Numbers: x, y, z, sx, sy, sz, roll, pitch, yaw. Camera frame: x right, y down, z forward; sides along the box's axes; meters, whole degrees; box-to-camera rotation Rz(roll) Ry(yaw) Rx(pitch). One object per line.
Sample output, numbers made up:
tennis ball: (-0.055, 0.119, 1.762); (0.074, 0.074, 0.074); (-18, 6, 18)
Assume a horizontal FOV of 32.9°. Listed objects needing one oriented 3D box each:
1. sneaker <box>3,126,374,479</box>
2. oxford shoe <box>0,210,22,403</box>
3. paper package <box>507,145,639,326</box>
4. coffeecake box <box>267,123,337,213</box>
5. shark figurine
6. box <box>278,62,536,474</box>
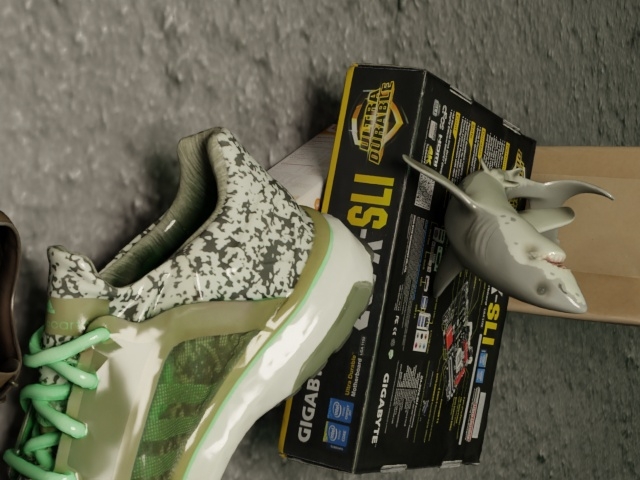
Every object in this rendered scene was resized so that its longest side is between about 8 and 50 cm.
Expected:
sneaker: (-0.139, 0.089, 0.678); (0.182, 0.158, 0.410); (53, 57, -30)
oxford shoe: (-0.217, 0.086, 0.593); (0.082, 0.096, 0.227); (10, 90, -59)
paper package: (0.295, 0.005, 1.169); (0.324, 0.309, 0.168); (10, 85, -58)
coffeecake box: (0.000, 0.000, 0.933); (0.185, 0.068, 0.142); (-40, 129, -46)
shark figurine: (0.134, -0.003, 0.878); (0.116, 0.166, 0.278); (-65, 172, 21)
box: (0.086, 0.035, 0.943); (0.257, 0.079, 0.322); (15, 85, -60)
